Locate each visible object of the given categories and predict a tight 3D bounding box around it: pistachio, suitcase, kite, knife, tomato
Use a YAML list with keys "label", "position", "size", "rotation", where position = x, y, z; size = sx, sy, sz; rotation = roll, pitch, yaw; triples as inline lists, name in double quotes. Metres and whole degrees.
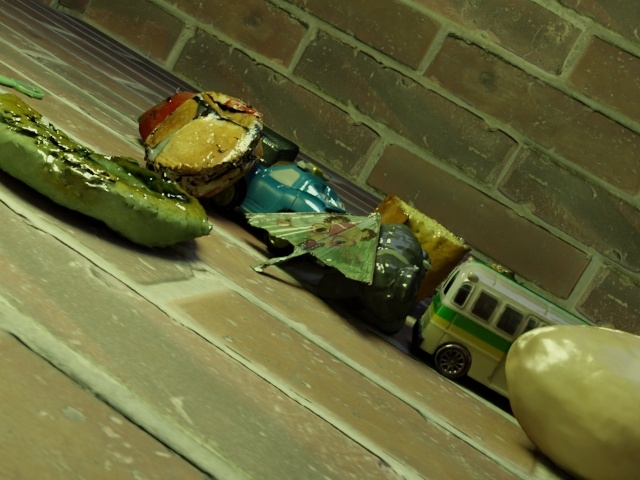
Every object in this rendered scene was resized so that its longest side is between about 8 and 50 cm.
- label: "pistachio"
  position: [0.408, 0.233, 1.247]
  size: [0.309, 0.230, 0.230]
  rotation: [32, 9, 26]
- label: "suitcase"
  position: [-0.174, -0.226, 2.251]
  size: [0.202, 0.128, 0.312]
  rotation: [31, 9, 6]
- label: "kite"
  position: [0.000, 0.000, 1.452]
  size: [0.267, 0.013, 0.323]
  rotation: [-24, 35, -35]
- label: "knife"
  position: [-0.592, -0.295, 1.665]
  size: [0.054, 0.015, 0.212]
  rotation: [43, 13, 26]
- label: "tomato"
  position: [-0.291, -0.237, 1.899]
  size: [0.167, 0.167, 0.167]
  rotation: [29, 9, -5]

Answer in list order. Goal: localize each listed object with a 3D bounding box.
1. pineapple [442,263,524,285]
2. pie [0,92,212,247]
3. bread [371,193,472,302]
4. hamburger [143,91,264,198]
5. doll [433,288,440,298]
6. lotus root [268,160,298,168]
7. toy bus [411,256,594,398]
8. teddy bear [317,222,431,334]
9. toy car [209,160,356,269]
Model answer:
- label: "pineapple"
  position: [0.305, 0.109, 1.832]
  size: [0.176, 0.161, 0.137]
  rotation: [-9, 29, -43]
- label: "pie"
  position: [-0.307, -0.088, 1.230]
  size: [0.371, 0.078, 0.296]
  rotation: [24, 12, -39]
- label: "bread"
  position: [0.164, 0.025, 1.784]
  size: [0.194, 0.179, 0.340]
  rotation: [31, 6, -2]
- label: "hamburger"
  position: [-0.204, -0.167, 1.609]
  size: [0.231, 0.231, 0.107]
  rotation: [36, -28, 35]
- label: "doll"
  position: [0.293, 0.145, 1.925]
  size: [0.143, 0.057, 0.099]
  rotation: [39, -4, 20]
- label: "lotus root"
  position: [-0.068, -0.118, 2.008]
  size: [0.138, 0.138, 0.214]
  rotation: [26, 9, -24]
- label: "toy bus"
  position: [0.316, 0.169, 1.447]
  size: [0.305, 0.179, 0.143]
  rotation: [30, 9, 2]
- label: "teddy bear"
  position: [0.089, 0.072, 1.477]
  size: [0.171, 0.144, 0.251]
  rotation: [-3, 21, 12]
- label: "toy car"
  position: [-0.060, -0.072, 1.668]
  size: [0.314, 0.166, 0.198]
  rotation: [35, 7, 34]
